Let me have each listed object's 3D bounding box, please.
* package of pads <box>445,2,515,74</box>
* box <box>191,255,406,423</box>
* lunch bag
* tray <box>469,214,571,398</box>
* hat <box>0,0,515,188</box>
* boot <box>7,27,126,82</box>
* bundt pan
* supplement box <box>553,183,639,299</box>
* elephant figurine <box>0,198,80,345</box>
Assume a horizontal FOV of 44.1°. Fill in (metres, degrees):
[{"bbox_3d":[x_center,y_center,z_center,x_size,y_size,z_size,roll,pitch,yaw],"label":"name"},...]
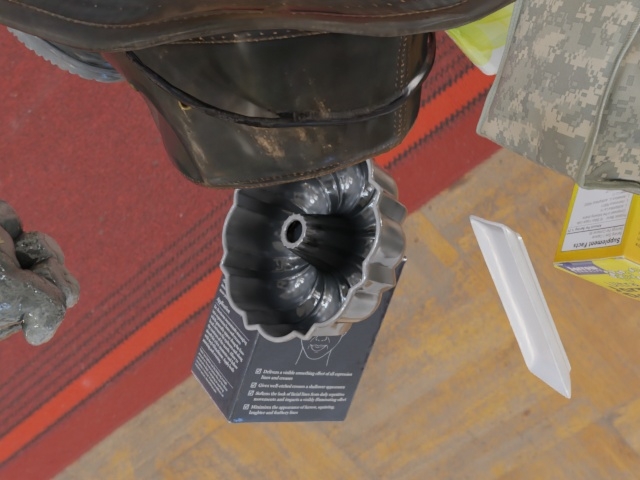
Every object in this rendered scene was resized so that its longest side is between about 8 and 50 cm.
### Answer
[{"bbox_3d":[0.278,-0.368,1.021,0.296,0.101,0.229,-34,148,21],"label":"package of pads"},{"bbox_3d":[-0.051,0.157,1.638,0.293,0.212,0.395,9,108,-36],"label":"box"},{"bbox_3d":[0.315,-0.212,0.843,0.169,0.235,0.287,7,108,-20],"label":"lunch bag"},{"bbox_3d":[0.297,0.088,1.149,0.030,0.145,0.270,-24,100,-3],"label":"tray"},{"bbox_3d":[-0.037,-0.107,0.441,0.331,0.331,0.134,-1,122,4],"label":"hat"},{"bbox_3d":[-0.386,-0.521,1.248,0.367,0.146,0.445,33,122,-5],"label":"boot"},{"bbox_3d":[0.000,0.000,1.203,0.124,0.331,0.331,19,124,-45],"label":"bundt pan"},{"bbox_3d":[0.566,-0.096,1.328,0.195,0.194,0.357,21,80,-14],"label":"supplement box"},{"bbox_3d":[-0.355,0.083,0.724,0.239,0.169,0.186,-38,114,6],"label":"elephant figurine"}]
